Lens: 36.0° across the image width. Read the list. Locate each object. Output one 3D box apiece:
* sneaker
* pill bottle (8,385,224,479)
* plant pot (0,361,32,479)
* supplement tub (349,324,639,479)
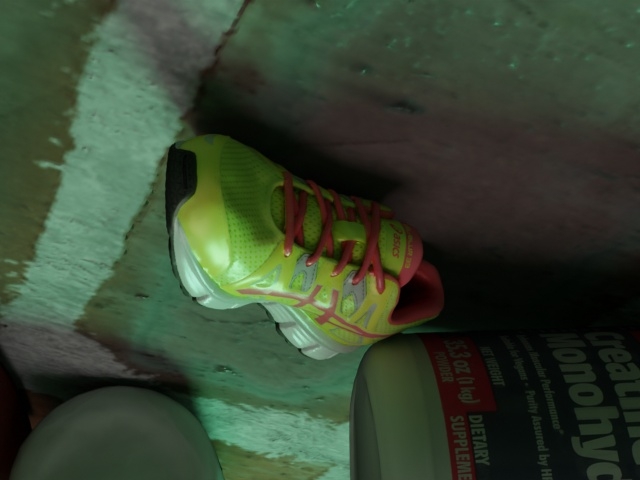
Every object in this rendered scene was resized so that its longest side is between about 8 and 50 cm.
[{"bbox_3d":[0.000,0.000,0.492,0.094,0.082,0.208,-10,157,25],"label":"sneaker"},{"bbox_3d":[-0.154,0.246,0.842,0.162,0.162,0.278,4,149,3],"label":"pill bottle"},{"bbox_3d":[-0.356,0.204,0.735,0.267,0.267,0.236,0,161,10],"label":"plant pot"},{"bbox_3d":[0.160,0.145,0.575,0.272,0.191,0.191,-2,150,-5],"label":"supplement tub"}]
